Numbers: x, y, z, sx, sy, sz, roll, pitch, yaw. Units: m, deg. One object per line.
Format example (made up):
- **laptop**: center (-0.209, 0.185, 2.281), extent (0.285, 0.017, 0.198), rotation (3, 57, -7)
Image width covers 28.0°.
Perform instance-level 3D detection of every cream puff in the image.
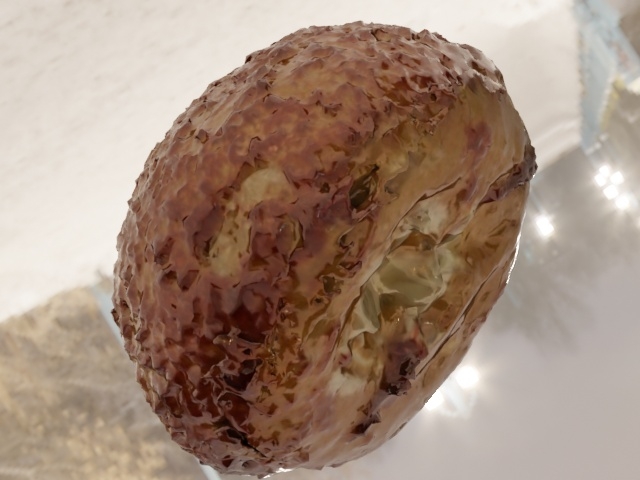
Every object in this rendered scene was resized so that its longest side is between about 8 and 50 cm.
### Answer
- **cream puff**: center (0.000, -0.001, 0.635), extent (0.240, 0.164, 0.240), rotation (-30, 132, -39)
